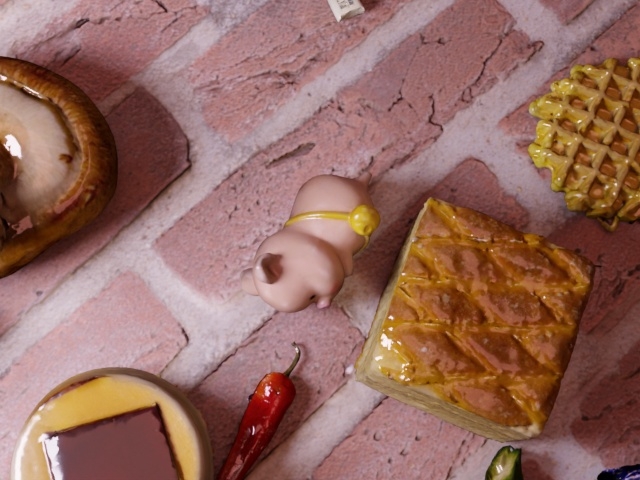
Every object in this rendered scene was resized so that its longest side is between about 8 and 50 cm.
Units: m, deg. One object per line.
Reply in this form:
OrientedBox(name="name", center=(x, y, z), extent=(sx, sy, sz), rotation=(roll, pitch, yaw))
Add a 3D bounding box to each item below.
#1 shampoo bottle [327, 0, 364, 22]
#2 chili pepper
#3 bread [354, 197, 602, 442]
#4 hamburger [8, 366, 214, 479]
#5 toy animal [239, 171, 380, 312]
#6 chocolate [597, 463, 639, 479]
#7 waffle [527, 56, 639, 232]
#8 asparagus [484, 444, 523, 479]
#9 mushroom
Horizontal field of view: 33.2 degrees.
OrientedBox(name="shampoo bottle", center=(0.019, -0.424, 1.751), extent=(0.049, 0.034, 0.141), rotation=(-27, 81, -4))
OrientedBox(name="chili pepper", center=(-0.089, 0.267, 1.569), extent=(0.059, 0.050, 0.268), rotation=(38, 67, -17))
OrientedBox(name="bread", center=(0.219, 0.120, 1.560), extent=(0.279, 0.207, 0.279), rotation=(25, 76, -1))
OrientedBox(name="hamburger", center=(-0.289, 0.319, 1.481), extent=(0.302, 0.170, 0.301), rotation=(2, 73, -5))
OrientedBox(name="toy animal", center=(0.000, -0.002, 1.592), extent=(0.149, 0.165, 0.248), rotation=(39, 70, 8))
OrientedBox(name="chocolate", center=(0.584, 0.365, 1.599), extent=(0.344, 0.126, 0.148), rotation=(-12, 118, -11))
OrientedBox(name="waffle", center=(0.490, -0.158, 1.728), extent=(0.329, 0.062, 0.329), rotation=(2, 77, -7))
OrientedBox(name="asparagus", center=(0.270, 0.445, 1.561), extent=(0.080, 0.080, 0.287), rotation=(-3, 78, -7))
OrientedBox(name="mushroom", center=(-0.453, -0.105, 1.510), extent=(0.346, 0.259, 0.345), rotation=(1, 78, -6))
